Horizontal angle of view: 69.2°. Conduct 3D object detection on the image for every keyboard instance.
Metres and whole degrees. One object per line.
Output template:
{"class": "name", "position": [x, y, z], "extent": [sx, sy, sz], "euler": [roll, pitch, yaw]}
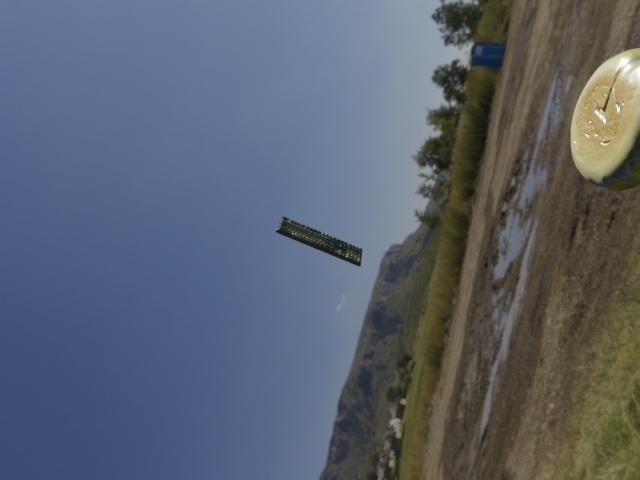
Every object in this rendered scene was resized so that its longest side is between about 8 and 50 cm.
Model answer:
{"class": "keyboard", "position": [0.000, 0.001, 0.903], "extent": [0.055, 0.176, 0.014], "euler": [-77, 12, -56]}

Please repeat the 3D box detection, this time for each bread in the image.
{"class": "bread", "position": [0.446, -0.168, 0.663], "extent": [0.213, 0.105, 0.213], "euler": [-172, 90, -88]}
